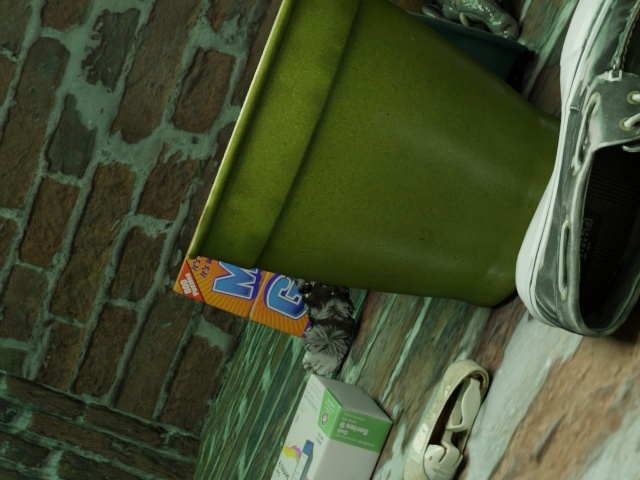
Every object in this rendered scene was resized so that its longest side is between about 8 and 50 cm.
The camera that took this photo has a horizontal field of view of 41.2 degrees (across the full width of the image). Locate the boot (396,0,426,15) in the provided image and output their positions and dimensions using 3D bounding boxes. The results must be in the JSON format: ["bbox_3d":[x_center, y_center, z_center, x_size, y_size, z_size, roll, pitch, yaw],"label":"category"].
[{"bbox_3d":[0.249,-0.532,1.733,0.213,0.077,0.165,-21,35,32],"label":"boot"}]

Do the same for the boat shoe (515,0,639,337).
[{"bbox_3d":[0.256,-0.078,0.681,0.119,0.121,0.336,-136,56,-73],"label":"boat shoe"}]

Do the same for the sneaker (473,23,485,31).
[{"bbox_3d":[0.206,-0.331,1.544,0.111,0.129,0.297,-77,12,-55],"label":"sneaker"}]

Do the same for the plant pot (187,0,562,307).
[{"bbox_3d":[0.077,-0.092,0.975,0.366,0.352,0.367,-160,90,-82],"label":"plant pot"}]

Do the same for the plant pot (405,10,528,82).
[{"bbox_3d":[0.092,-0.164,1.267,0.341,0.340,0.334,-104,28,-76],"label":"plant pot"}]

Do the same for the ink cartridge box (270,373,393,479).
[{"bbox_3d":[0.008,0.326,1.255,0.154,0.093,0.213,-147,76,-72],"label":"ink cartridge box"}]

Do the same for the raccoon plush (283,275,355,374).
[{"bbox_3d":[0.000,0.000,1.696,0.299,0.216,0.447,-67,-10,-69],"label":"raccoon plush"}]

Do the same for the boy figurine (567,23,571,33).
[{"bbox_3d":[0.329,-0.324,0.827,0.177,0.092,0.285,-175,106,-82],"label":"boy figurine"}]

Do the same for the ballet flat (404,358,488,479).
[{"bbox_3d":[0.135,0.207,0.910,0.168,0.057,0.052,-70,18,-7],"label":"ballet flat"}]

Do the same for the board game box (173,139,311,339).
[{"bbox_3d":[-0.098,-0.032,2.008,0.356,0.356,0.357,-95,27,-74],"label":"board game box"}]

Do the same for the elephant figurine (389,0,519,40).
[{"bbox_3d":[0.221,-0.409,1.388,0.186,0.239,0.169,-58,1,-24],"label":"elephant figurine"}]
